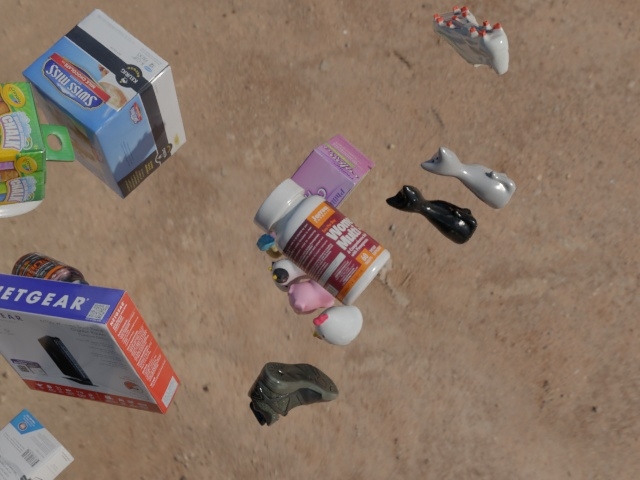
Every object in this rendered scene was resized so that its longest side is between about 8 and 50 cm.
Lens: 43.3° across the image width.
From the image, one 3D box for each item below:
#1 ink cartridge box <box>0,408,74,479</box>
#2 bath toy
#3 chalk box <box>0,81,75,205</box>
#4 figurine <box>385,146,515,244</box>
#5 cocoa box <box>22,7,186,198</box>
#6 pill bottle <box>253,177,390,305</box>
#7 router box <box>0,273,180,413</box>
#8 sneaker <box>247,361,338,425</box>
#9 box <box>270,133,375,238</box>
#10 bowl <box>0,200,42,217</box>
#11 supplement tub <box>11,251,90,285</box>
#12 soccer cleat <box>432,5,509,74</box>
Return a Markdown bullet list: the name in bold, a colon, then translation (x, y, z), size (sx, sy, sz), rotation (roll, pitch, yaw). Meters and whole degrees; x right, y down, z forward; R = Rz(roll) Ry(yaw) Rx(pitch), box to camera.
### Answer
- **ink cartridge box**: translation (-0.643, 0.474, 1.692), size (0.140, 0.082, 0.191), rotation (34, 65, 27)
- **bath toy**: translation (-0.031, 0.114, 1.957), size (0.151, 0.129, 0.348), rotation (-52, 51, 24)
- **chalk box**: translation (-0.637, -0.187, 1.584), size (0.289, 0.179, 0.180), rotation (-11, 64, -25)
- **figurine**: translation (0.285, -0.107, 1.781), size (0.210, 0.215, 0.092), rotation (23, 43, -21)
- **cocoa box**: translation (-0.479, -0.299, 1.843), size (0.231, 0.347, 0.228), rotation (39, 72, 11)
- **pill bottle**: translation (0.000, 0.000, 1.379), size (0.221, 0.121, 0.121), rotation (40, 72, 5)
- **router box**: translation (-0.480, 0.201, 1.566), size (0.336, 0.301, 0.082), rotation (5, 49, 21)
- **sneaker**: translation (-0.066, 0.330, 1.718), size (0.130, 0.228, 0.087), rotation (-51, 52, 21)
- **box**: translation (-0.006, -0.108, 1.803), size (0.117, 0.243, 0.213), rotation (40, 111, 0)
- **bowl**: translation (-0.811, -0.179, 1.931), size (0.298, 0.134, 0.298), rotation (13, 27, -7)
- **supplement tub**: translation (-0.604, 0.097, 1.823), size (0.198, 0.106, 0.106), rotation (16, 65, 37)
- **soccer cleat**: translation (0.231, -0.313, 1.262), size (0.068, 0.076, 0.196), rotation (-24, 32, -7)
